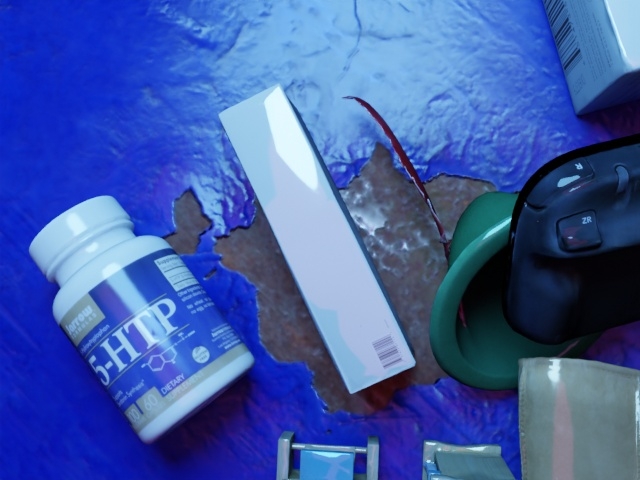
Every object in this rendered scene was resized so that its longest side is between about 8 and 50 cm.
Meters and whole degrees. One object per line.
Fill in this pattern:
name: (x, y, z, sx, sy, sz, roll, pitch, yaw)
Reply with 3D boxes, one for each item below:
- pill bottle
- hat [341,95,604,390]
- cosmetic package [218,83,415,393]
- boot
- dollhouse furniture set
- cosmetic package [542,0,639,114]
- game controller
pill bottle: (-0.151, 0.061, 0.629, 0.112, 0.112, 0.186, -39, 83, 3)
hat: (0.135, -0.009, 0.645, 0.173, 0.183, 0.208, -14, 127, -12)
cosmetic package: (0.000, 0.000, 0.624, 0.061, 0.099, 0.238, -26, 84, 7)
boot: (0.250, 0.238, 0.580, 0.236, 0.089, 0.269, 15, 71, -26)
dollhouse furniture set: (0.051, 0.229, 0.589, 0.184, 0.129, 0.128, 2, 87, 5)
cosmetic package: (0.278, -0.202, 0.577, 0.184, 0.151, 0.151, -16, 86, 5)
game controller: (0.281, -0.017, 0.546, 0.320, 0.166, 0.067, -13, 50, -10)
